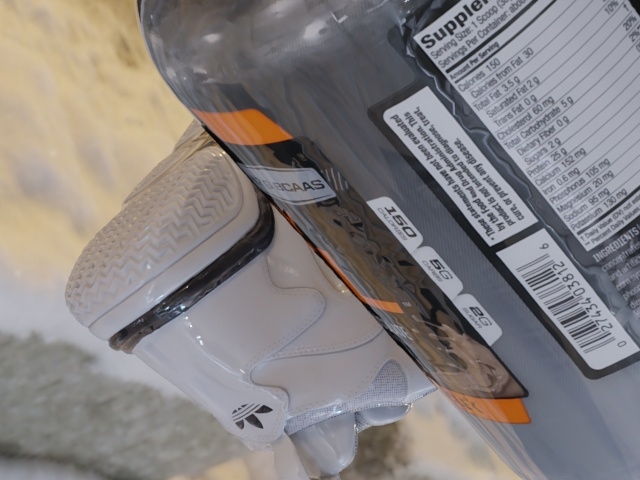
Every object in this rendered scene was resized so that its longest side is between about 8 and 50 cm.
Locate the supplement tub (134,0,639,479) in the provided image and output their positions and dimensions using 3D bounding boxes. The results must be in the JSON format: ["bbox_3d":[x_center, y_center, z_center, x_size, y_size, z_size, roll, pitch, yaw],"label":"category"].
[{"bbox_3d":[0.072,-0.066,0.642,0.338,0.207,0.207,49,21,-26],"label":"supplement tub"}]

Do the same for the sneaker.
[{"bbox_3d":[0.000,0.000,1.046,0.210,0.137,0.366,50,39,-12],"label":"sneaker"}]
